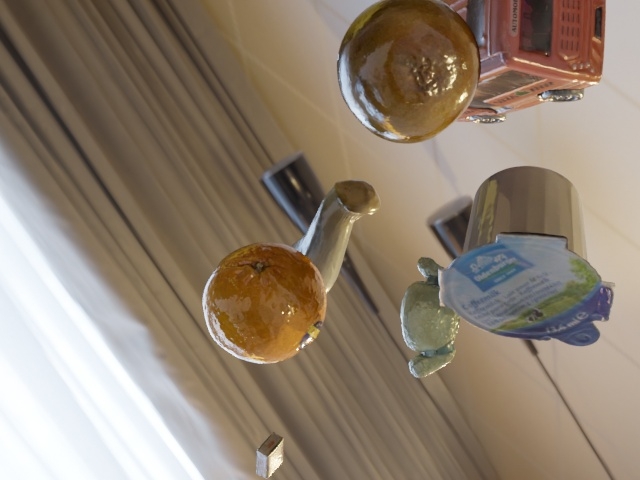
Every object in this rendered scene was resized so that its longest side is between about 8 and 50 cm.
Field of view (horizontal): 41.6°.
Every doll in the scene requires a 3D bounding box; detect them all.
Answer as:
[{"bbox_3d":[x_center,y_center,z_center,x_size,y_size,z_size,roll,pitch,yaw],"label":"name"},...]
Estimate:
[{"bbox_3d":[0.192,0.135,1.482,0.103,0.214,0.071,0,174,28],"label":"doll"}]

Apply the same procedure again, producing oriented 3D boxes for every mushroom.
[{"bbox_3d":[0.000,0.000,1.772,0.122,0.159,0.329,-8,139,-50],"label":"mushroom"}]

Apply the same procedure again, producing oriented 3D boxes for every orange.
[{"bbox_3d":[-0.098,0.108,1.485,0.219,0.219,0.193,-32,153,6],"label":"orange"}]

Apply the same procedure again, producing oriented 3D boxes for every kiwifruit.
[{"bbox_3d":[0.114,-0.231,1.128,0.196,0.196,0.234,-31,-166,10],"label":"kiwifruit"}]

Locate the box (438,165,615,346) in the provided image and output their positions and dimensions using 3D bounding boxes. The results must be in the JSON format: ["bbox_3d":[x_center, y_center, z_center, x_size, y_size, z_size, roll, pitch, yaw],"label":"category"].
[{"bbox_3d":[0.354,0.017,1.374,0.262,0.291,0.206,-38,-151,46],"label":"box"}]

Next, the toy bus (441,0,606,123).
[{"bbox_3d":[0.292,-0.330,1.467,0.232,0.203,0.427,4,177,-20],"label":"toy bus"}]

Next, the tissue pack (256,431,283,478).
[{"bbox_3d":[-0.107,0.458,1.791,0.035,0.083,0.063,27,-134,24],"label":"tissue pack"}]
